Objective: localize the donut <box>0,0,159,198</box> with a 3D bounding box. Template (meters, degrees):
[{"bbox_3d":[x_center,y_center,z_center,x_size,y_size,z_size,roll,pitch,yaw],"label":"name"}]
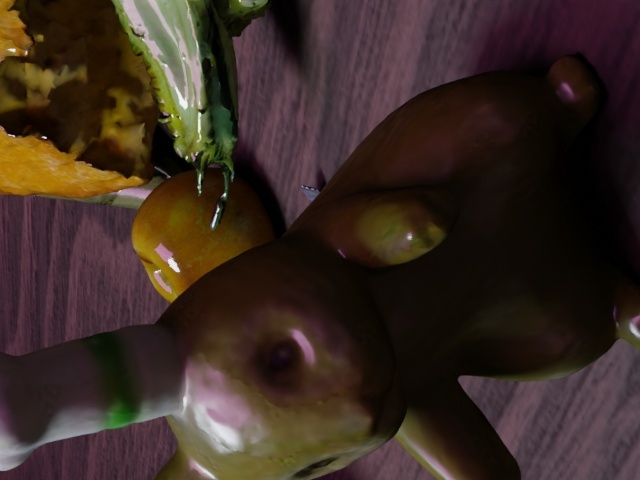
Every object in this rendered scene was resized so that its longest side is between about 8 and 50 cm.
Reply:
[{"bbox_3d":[-0.315,-0.178,1.318,0.435,0.377,0.164,83,-168,-71],"label":"donut"}]

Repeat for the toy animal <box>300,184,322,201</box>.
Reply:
[{"bbox_3d":[-0.001,0.000,1.285,0.050,0.028,0.084,-13,102,59],"label":"toy animal"}]

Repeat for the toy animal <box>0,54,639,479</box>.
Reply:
[{"bbox_3d":[0.012,0.053,0.913,0.180,0.363,0.181,11,129,46],"label":"toy animal"}]

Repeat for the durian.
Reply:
[{"bbox_3d":[-0.096,-0.188,1.176,0.132,0.106,0.375,-3,114,41],"label":"durian"}]

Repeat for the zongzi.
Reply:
[{"bbox_3d":[-0.169,-0.039,1.507,0.104,0.113,0.052,44,157,41],"label":"zongzi"}]

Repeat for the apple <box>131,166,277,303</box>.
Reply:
[{"bbox_3d":[-0.090,0.001,1.390,0.099,0.102,0.114,49,155,29],"label":"apple"}]
